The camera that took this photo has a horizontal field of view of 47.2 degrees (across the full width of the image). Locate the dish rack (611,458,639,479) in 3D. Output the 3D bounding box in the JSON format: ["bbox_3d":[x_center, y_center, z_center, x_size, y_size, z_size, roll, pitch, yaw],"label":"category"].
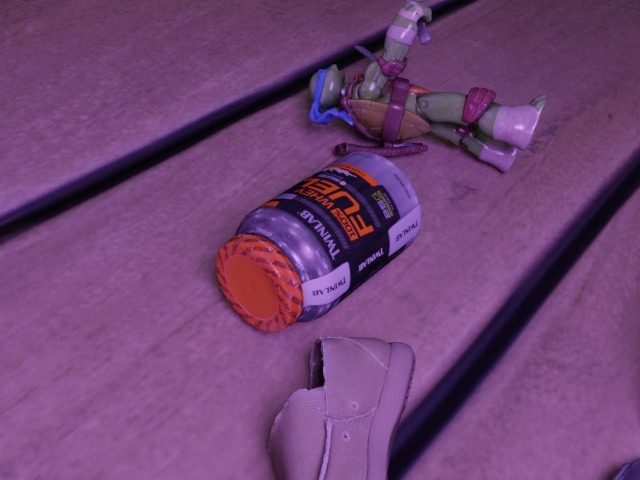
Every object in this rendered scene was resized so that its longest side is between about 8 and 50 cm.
[{"bbox_3d":[0.323,0.270,0.517,0.271,0.074,0.208,33,45,22],"label":"dish rack"}]

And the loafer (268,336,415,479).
[{"bbox_3d":[0.002,0.167,0.536,0.092,0.102,0.268,17,33,7],"label":"loafer"}]

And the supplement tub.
[{"bbox_3d":[0.000,0.000,0.695,0.117,0.117,0.190,35,47,22],"label":"supplement tub"}]

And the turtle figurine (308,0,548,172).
[{"bbox_3d":[0.138,-0.207,0.895,0.266,0.198,0.274,23,47,5],"label":"turtle figurine"}]
